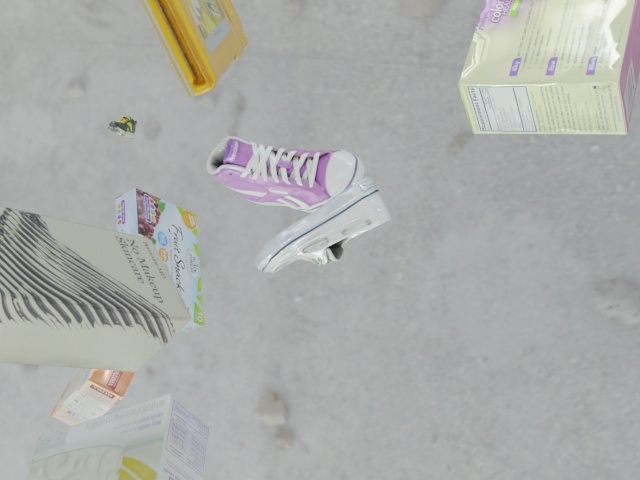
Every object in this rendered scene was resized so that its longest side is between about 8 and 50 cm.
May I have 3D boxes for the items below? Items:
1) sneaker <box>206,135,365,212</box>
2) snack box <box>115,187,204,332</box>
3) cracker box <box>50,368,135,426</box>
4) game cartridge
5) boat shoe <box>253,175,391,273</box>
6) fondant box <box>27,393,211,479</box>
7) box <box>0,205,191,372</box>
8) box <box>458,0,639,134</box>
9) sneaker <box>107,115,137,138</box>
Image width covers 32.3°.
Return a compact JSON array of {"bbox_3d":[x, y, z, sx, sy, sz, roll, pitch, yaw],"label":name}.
[{"bbox_3d":[-0.072,-0.116,1.818,0.282,0.161,0.102,-4,67,41],"label":"sneaker"},{"bbox_3d":[-0.178,0.024,1.226,0.037,0.100,0.141,-22,62,29],"label":"snack box"},{"bbox_3d":[-0.338,0.199,1.748,0.067,0.156,0.232,31,148,-12],"label":"cracker box"},{"bbox_3d":[-0.195,-0.369,1.538,0.052,0.324,0.285,-21,108,14],"label":"game cartridge"},{"bbox_3d":[0.000,0.000,1.537,0.226,0.083,0.076,-36,83,34],"label":"boat shoe"},{"bbox_3d":[-0.278,0.380,1.403,0.238,0.096,0.330,-21,43,25],"label":"fondant box"},{"bbox_3d":[-0.250,0.044,0.987,0.094,0.275,0.113,-42,63,21],"label":"box"},{"bbox_3d":[0.361,-0.278,1.701,0.242,0.117,0.214,3,54,24],"label":"box"},{"bbox_3d":[-0.332,-0.194,1.851,0.031,0.083,0.035,17,90,9],"label":"sneaker"}]
